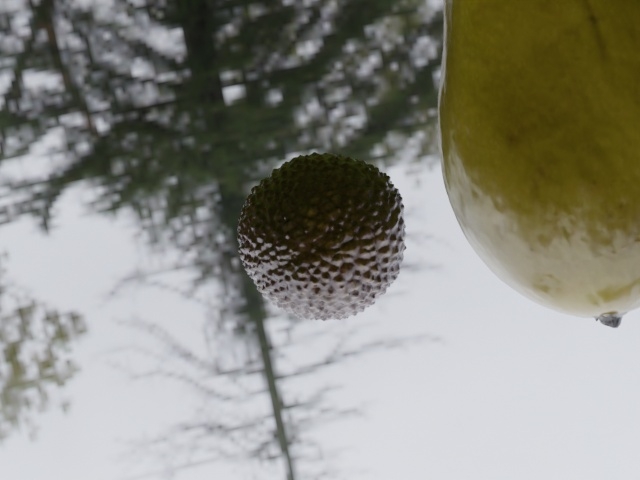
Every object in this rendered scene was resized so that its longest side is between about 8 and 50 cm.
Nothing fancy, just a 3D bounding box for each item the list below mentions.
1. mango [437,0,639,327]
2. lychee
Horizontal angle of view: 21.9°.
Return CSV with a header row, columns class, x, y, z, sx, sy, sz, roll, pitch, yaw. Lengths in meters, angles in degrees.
class,x,y,z,sx,sy,sz,roll,pitch,yaw
mango,0.171,-0.110,1.080,0.195,0.332,0.142,1,-172,24
lychee,-0.001,0.000,1.771,0.194,0.194,0.194,-9,-162,3
